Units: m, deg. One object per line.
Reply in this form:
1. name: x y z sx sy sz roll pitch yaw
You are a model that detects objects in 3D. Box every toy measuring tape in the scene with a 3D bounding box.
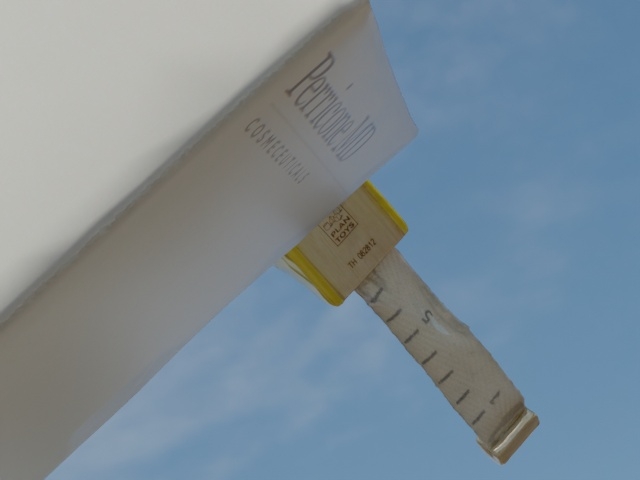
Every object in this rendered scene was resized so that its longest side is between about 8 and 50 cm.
1. toy measuring tape: 0.000 0.000 1.121 0.121 0.121 0.330 -32 -67 24

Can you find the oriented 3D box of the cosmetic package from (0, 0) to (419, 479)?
1. cosmetic package: -0.163 0.027 0.555 0.385 0.156 0.217 -41 -8 3
